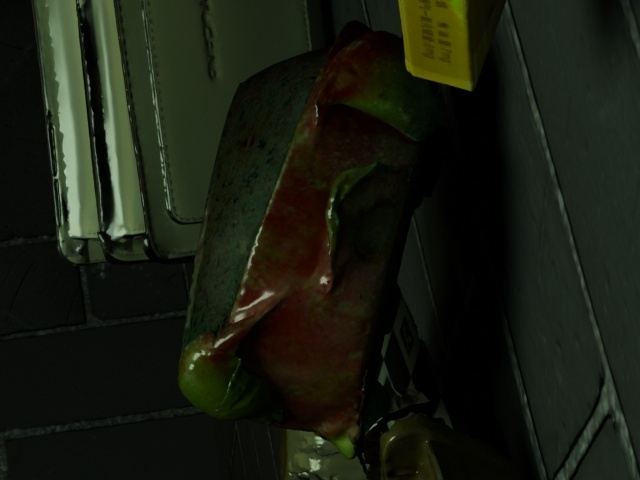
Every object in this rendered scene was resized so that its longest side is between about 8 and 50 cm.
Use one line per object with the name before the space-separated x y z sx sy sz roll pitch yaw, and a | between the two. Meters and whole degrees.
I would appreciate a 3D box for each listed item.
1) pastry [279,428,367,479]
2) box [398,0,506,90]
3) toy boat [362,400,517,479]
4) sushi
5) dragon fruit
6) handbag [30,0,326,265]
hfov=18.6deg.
pastry | 0.009 0.160 1.588 0.166 0.088 0.166 180 90 -82
box | 0.065 -0.186 0.789 0.269 0.043 0.152 75 -148 -66
toy boat | 0.051 0.292 1.222 0.445 0.162 0.136 92 164 -46
sushi | 0.079 0.142 1.316 0.210 0.040 0.193 96 158 -45
dragon fruit | 0.000 0.000 1.165 0.268 0.130 0.295 -72 -7 -59
handbag | -0.103 -0.165 1.588 0.160 0.236 0.358 -4 93 55
